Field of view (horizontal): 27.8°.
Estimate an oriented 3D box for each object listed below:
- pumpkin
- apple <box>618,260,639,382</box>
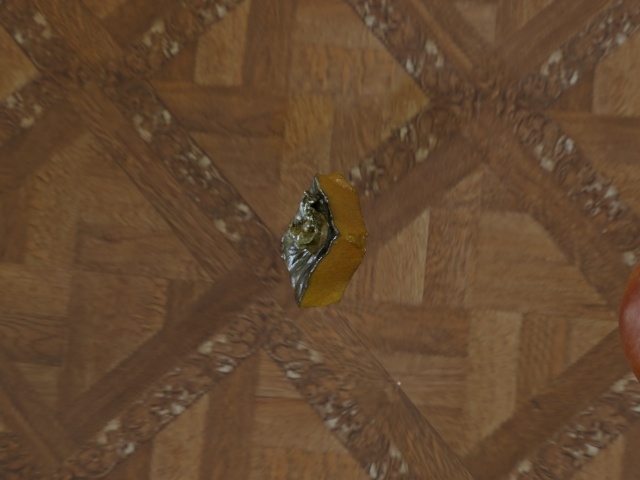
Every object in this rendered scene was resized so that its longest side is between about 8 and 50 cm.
[{"bbox_3d":[0.000,0.000,0.988,0.054,0.074,0.083,11,128,-24],"label":"pumpkin"},{"bbox_3d":[0.424,0.090,1.331,0.235,0.173,0.210,28,58,20],"label":"apple"}]
